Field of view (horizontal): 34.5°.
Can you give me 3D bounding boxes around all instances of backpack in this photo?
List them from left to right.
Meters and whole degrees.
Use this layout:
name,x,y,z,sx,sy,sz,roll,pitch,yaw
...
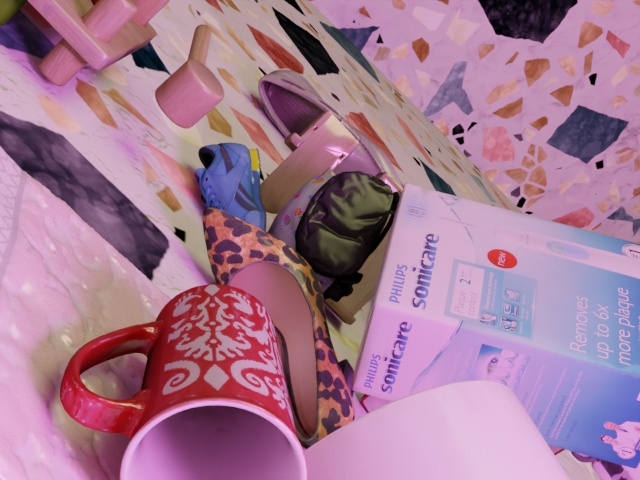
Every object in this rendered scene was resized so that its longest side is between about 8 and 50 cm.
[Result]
name,x,y,z,sx,sy,sz,roll,pitch,yaw
backpack,0.000,0.000,1.200,0.115,0.152,0.182,39,-26,-5

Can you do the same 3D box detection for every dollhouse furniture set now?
name,x,y,z,sx,sy,sz,roll,pitch,yaw
dollhouse furniture set,0.012,-0.008,1.474,0.303,0.174,0.355,47,-8,-9

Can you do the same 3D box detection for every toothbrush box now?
name,x,y,z,sx,sy,sz,roll,pitch,yaw
toothbrush box,0.199,0.080,1.057,0.295,0.126,0.216,15,38,5

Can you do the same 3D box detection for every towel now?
name,x,y,z,sx,sy,sz,roll,pitch,yaw
towel,-0.190,0.070,0.708,0.317,0.053,0.332,48,16,-28

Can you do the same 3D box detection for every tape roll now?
name,x,y,z,sx,sy,sz,roll,pitch,yaw
tape roll,0.079,0.238,0.742,0.246,0.246,0.169,26,28,-54

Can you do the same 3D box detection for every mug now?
name,x,y,z,sx,sy,sz,roll,pitch,yaw
mug,-0.081,0.094,0.684,0.150,0.113,0.169,51,12,-23

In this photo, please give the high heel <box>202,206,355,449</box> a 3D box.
name,x,y,z,sx,sy,sz,roll,pitch,yaw
high heel,-0.048,0.084,1.027,0.261,0.093,0.186,54,14,-6

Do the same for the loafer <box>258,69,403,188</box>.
name,x,y,z,sx,sy,sz,roll,pitch,yaw
loafer,0.011,-0.160,1.732,0.319,0.112,0.111,45,20,12

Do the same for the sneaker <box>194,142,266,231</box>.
name,x,y,z,sx,sy,sz,roll,pitch,yaw
sneaker,-0.110,-0.039,1.223,0.082,0.069,0.209,7,43,-17

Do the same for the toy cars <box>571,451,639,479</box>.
name,x,y,z,sx,sy,sz,roll,pitch,yaw
toy cars,0.317,0.168,1.160,0.176,0.087,0.394,38,22,-34

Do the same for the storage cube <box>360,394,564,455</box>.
name,x,y,z,sx,sy,sz,roll,pitch,yaw
storage cube,0.191,0.193,1.254,0.215,0.183,0.193,52,17,6

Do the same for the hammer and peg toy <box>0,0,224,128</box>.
name,x,y,z,sx,sy,sz,roll,pitch,yaw
hammer and peg toy,-0.269,-0.270,1.186,0.361,0.127,0.266,46,14,-12
